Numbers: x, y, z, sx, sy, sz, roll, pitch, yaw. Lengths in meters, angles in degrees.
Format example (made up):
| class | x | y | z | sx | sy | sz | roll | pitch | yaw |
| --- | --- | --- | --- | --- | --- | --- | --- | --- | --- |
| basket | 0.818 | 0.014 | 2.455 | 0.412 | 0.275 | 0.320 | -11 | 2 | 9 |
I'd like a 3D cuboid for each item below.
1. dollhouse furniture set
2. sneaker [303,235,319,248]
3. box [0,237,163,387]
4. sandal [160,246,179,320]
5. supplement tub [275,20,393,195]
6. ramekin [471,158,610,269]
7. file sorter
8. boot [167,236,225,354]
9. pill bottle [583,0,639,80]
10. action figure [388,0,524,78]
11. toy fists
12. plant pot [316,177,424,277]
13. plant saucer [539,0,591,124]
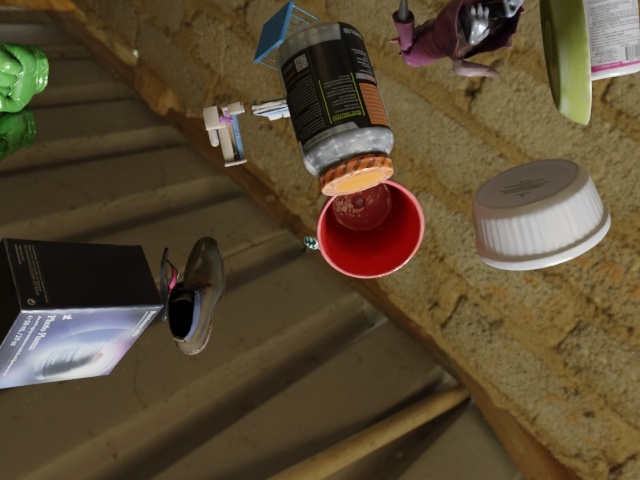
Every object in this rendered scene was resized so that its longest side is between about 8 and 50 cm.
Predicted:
| class | x | y | z | sx | sy | sz | roll | pitch | yaw |
| --- | --- | --- | --- | --- | --- | --- | --- | --- | --- |
| dollhouse furniture set | -0.195 | -0.376 | 1.990 | 0.304 | 0.198 | 0.286 | -10 | -169 | 9 |
| sneaker | 0.000 | 0.000 | 1.818 | 0.098 | 0.038 | 0.069 | 20 | -150 | 2 |
| box | -0.544 | 0.156 | 1.241 | 0.294 | 0.296 | 0.182 | 3 | -131 | -47 |
| sandal | -0.364 | 0.106 | 1.425 | 0.040 | 0.179 | 0.067 | 0 | -178 | -5 |
| supplement tub | 0.034 | -0.264 | 1.211 | 0.194 | 0.194 | 0.315 | -6 | -104 | -37 |
| ramekin | 0.437 | -0.064 | 1.208 | 0.127 | 0.273 | 0.273 | 64 | -152 | -22 |
| file sorter | -0.091 | -0.549 | 1.611 | 0.105 | 0.170 | 0.118 | 19 | -103 | -27 |
| boot | -0.217 | 0.088 | 1.039 | 0.082 | 0.106 | 0.219 | 5 | -106 | 0 |
| pill bottle | 0.655 | -0.526 | 1.380 | 0.160 | 0.283 | 0.160 | -10 | -168 | 2 |
| action figure | 0.296 | -0.463 | 1.360 | 0.248 | 0.275 | 0.370 | 1 | 180 | -30 |
| toy fists | -0.657 | -0.279 | 1.214 | 0.096 | 0.279 | 0.142 | 45 | -143 | 14 |
| plant pot | 0.119 | -0.071 | 1.573 | 0.275 | 0.274 | 0.243 | 19 | -160 | -10 |
| plant saucer | 0.342 | -0.280 | 0.833 | 0.037 | 0.241 | 0.241 | -9 | -149 | 18 |
